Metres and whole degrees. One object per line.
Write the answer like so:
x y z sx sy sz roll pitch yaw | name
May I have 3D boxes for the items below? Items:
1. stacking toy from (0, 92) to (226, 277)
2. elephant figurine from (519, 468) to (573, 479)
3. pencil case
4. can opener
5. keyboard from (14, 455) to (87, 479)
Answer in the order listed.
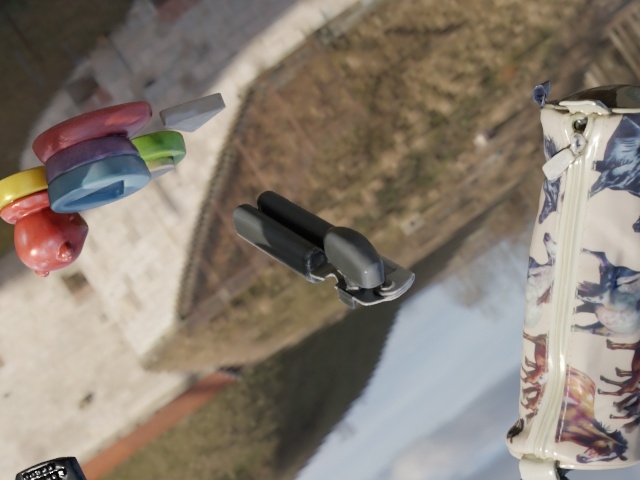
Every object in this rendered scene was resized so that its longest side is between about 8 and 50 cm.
-0.265 -0.069 1.928 0.280 0.130 0.309 -15 170 -32 | stacking toy
0.336 0.464 2.174 0.169 0.186 0.239 -8 -155 -2 | elephant figurine
0.284 0.043 1.520 0.184 0.410 0.160 -4 -167 -40 | pencil case
0.000 0.000 1.659 0.074 0.093 0.280 -28 -148 -26 | can opener
-0.241 0.314 1.515 0.100 0.192 0.038 -25 -174 13 | keyboard
